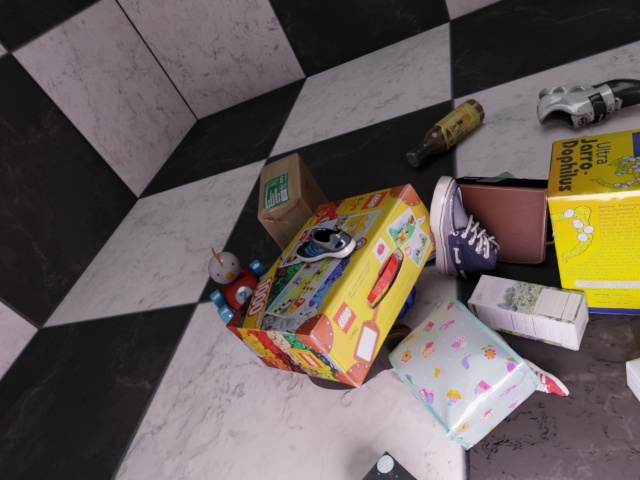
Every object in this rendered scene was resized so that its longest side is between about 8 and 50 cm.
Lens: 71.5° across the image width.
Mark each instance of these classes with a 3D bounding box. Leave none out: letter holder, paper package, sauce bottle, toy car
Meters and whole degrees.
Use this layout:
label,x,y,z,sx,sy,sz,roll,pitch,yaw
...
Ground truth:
label,x,y,z,sx,sy,sz,roll,pitch,yaw
letter holder,0.513,-0.063,1.270,0.151,0.215,0.301,-18,20,-42
paper package,-0.077,-0.104,1.589,0.168,0.310,0.325,-25,36,14
sauce bottle,0.481,-0.409,1.724,0.344,0.111,0.111,-40,36,-9
toy car,-0.311,0.125,1.547,0.219,0.238,0.210,-38,36,-8

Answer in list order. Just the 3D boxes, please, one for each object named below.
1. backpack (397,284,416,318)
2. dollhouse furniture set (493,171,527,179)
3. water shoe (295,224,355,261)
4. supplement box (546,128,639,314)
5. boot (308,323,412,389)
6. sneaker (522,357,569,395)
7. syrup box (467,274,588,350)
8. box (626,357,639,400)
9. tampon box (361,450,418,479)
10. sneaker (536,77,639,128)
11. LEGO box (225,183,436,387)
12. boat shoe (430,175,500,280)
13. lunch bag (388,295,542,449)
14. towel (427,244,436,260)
label,x,y,z,sx,sy,sz,roll,pitch,yaw
backpack,0.210,0.157,1.245,0.101,0.098,0.120,-5,41,32
dollhouse furniture set,0.596,-0.190,1.414,0.076,0.059,0.152,-29,35,2
water shoe,0.000,0.000,1.102,0.203,0.080,0.073,-10,36,47
supplement box,0.614,-0.026,0.947,0.195,0.357,0.194,-3,44,34
boot,0.108,0.304,1.173,0.305,0.113,0.115,-24,5,18
sneaker,0.453,0.303,0.938,0.067,0.042,0.118,-36,28,-13
syrup box,0.481,0.163,1.041,0.236,0.096,0.093,8,49,43
box,0.637,0.266,0.808,0.101,0.087,0.102,-23,35,11
tampon box,0.156,0.517,0.847,0.120,0.102,0.161,-43,37,-17
sneaker,0.890,-0.431,1.461,0.330,0.122,0.146,3,66,38
LEGO box,0.041,0.106,1.200,0.372,0.193,0.500,-9,37,49
boat shoe,0.382,-0.021,1.145,0.158,0.341,0.127,15,58,30
lunch bag,0.293,0.269,0.968,0.223,0.160,0.262,-46,38,4
towel,0.226,0.002,1.479,0.236,0.037,0.329,-28,37,1
